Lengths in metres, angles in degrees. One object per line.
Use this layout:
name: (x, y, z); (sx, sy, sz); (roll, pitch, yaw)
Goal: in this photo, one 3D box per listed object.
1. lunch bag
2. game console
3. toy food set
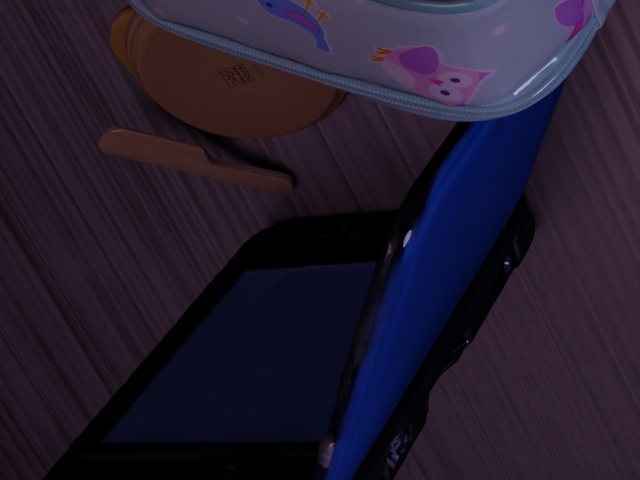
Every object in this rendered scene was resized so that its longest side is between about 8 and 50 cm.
lunch bag: (0.037, -0.196, 0.640); (0.224, 0.279, 0.108); (18, 160, 26)
game console: (0.000, 0.000, 0.759); (0.250, 0.293, 0.173); (-4, 117, 28)
toy food set: (-0.047, -0.104, 0.864); (0.132, 0.039, 0.192); (14, 144, -9)
